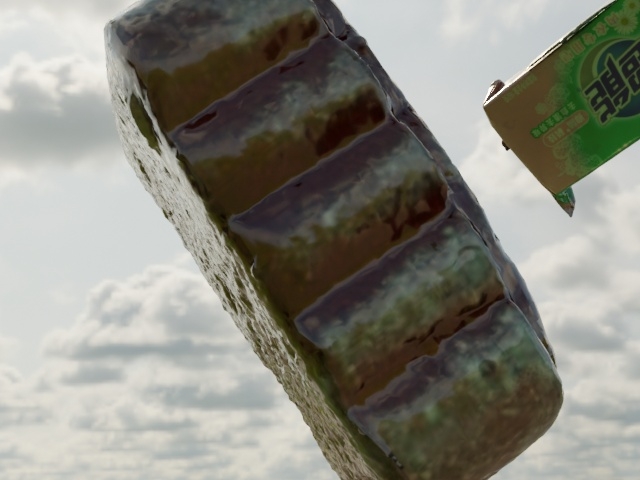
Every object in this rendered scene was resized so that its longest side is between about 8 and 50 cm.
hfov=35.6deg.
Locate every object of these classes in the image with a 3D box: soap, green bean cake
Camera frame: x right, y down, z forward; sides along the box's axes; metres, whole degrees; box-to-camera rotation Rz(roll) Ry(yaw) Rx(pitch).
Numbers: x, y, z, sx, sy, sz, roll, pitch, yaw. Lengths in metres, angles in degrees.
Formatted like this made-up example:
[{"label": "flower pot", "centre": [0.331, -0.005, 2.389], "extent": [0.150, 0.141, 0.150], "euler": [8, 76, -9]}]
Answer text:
[{"label": "soap", "centre": [0.353, -0.188, 1.243], "extent": [0.273, 0.218, 0.098], "euler": [-38, 8, 36]}, {"label": "green bean cake", "centre": [0.000, 0.000, 0.438], "extent": [0.097, 0.233, 0.198], "euler": [-33, -7, -11]}]
